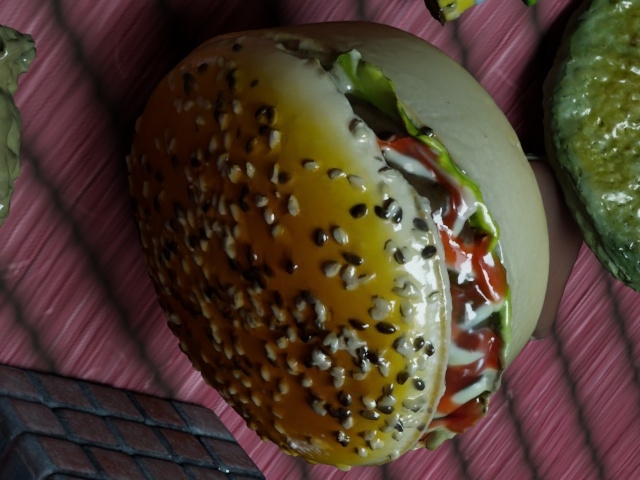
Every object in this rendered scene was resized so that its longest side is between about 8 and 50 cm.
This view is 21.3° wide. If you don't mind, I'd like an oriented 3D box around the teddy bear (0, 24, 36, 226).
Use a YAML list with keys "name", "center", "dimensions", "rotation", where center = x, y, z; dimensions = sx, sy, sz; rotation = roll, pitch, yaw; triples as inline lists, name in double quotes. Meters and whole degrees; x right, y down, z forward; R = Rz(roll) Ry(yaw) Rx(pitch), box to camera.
- name: "teddy bear"
  center: [-0.281, -0.063, 0.928]
  dimensions: [0.256, 0.156, 0.267]
  rotation: [14, 110, -42]

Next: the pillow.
- name: "pillow"
  center: [0.134, 0.002, 1.313]
  dimensions: [0.179, 0.075, 0.171]
  rotation: [1, 114, -38]

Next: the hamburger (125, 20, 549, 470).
- name: "hamburger"
  center: [0.000, 0.000, 1.071]
  dimensions: [0.176, 0.300, 0.300]
  rotation: [-27, 135, -38]

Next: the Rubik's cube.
- name: "Rubik's cube"
  center: [-0.161, 0.254, 1.176]
  dimensions: [0.238, 0.237, 0.237]
  rotation: [19, 108, -41]

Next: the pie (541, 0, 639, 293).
- name: "pie"
  center: [0.292, -0.085, 1.271]
  dimensions: [0.277, 0.277, 0.078]
  rotation: [-34, 172, -10]

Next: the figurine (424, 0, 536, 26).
- name: "figurine"
  center: [0.183, -0.232, 1.144]
  dimensions: [0.263, 0.143, 0.162]
  rotation: [-29, 150, 0]
